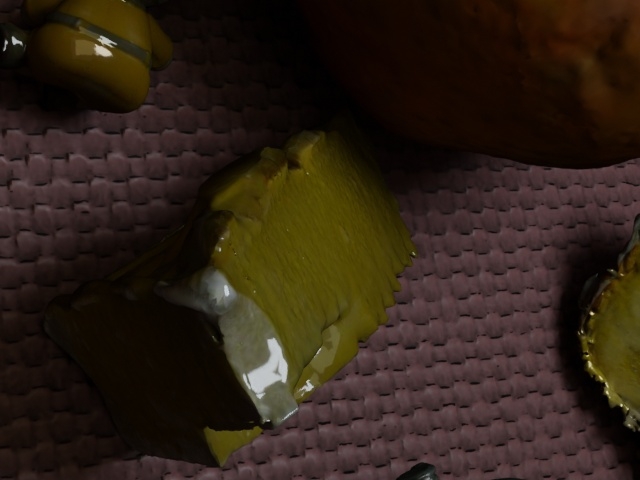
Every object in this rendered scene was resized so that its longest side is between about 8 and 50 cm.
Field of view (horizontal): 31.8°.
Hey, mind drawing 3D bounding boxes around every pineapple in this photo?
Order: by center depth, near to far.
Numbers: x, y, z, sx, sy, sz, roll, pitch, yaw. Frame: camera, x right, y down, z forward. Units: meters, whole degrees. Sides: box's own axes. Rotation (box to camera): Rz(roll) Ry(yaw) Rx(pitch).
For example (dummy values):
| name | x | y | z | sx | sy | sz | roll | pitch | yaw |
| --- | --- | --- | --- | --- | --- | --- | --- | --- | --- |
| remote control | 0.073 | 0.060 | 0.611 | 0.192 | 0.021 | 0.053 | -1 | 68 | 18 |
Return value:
| name | x | y | z | sx | sy | sz | roll | pitch | yaw |
| --- | --- | --- | --- | --- | --- | --- | --- | --- | --- |
| pineapple | 0.341 | 0.109 | 1.092 | 0.334 | 0.158 | 0.161 | 70 | 21 | -5 |

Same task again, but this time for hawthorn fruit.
| name | x | y | z | sx | sy | sz | roll | pitch | yaw |
| --- | --- | --- | --- | --- | --- | --- | --- | --- | --- |
| hawthorn fruit | 0.181 | -0.279 | 0.866 | 0.472 | 0.472 | 0.472 | 6 | 77 | -27 |

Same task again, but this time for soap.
| name | x | y | z | sx | sy | sz | roll | pitch | yaw |
| --- | --- | --- | --- | --- | --- | --- | --- | --- | --- |
| soap | 0.000 | 0.000 | 0.812 | 0.338 | 0.304 | 0.169 | -38 | 102 | -29 |

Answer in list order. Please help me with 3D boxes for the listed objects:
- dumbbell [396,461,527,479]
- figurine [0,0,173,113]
| name | x | y | z | sx | sy | sz | roll | pitch | yaw |
| --- | --- | --- | --- | --- | --- | --- | --- | --- | --- |
| dumbbell | 0.157 | 0.366 | 0.895 | 0.179 | 0.179 | 0.406 | -25 | 91 | -30 |
| figurine | -0.151 | -0.224 | 0.858 | 0.192 | 0.167 | 0.257 | 17 | 74 | -39 |
